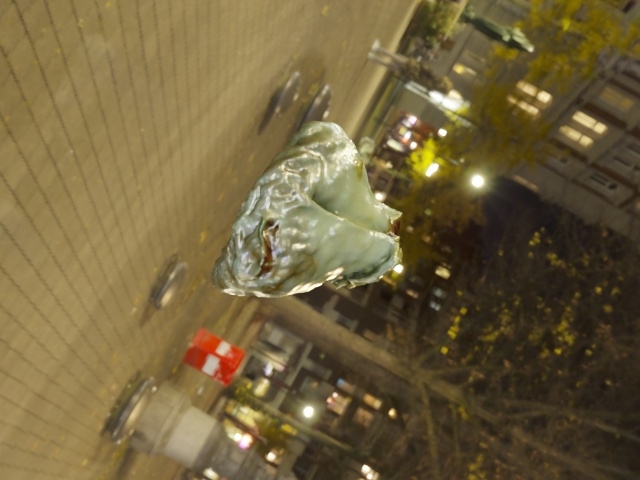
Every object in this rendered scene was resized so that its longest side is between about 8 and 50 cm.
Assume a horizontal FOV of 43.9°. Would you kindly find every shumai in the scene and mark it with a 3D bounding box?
[{"bbox_3d":[-0.003,0.004,0.716,0.184,0.142,0.184,-58,178,-3],"label":"shumai"}]
